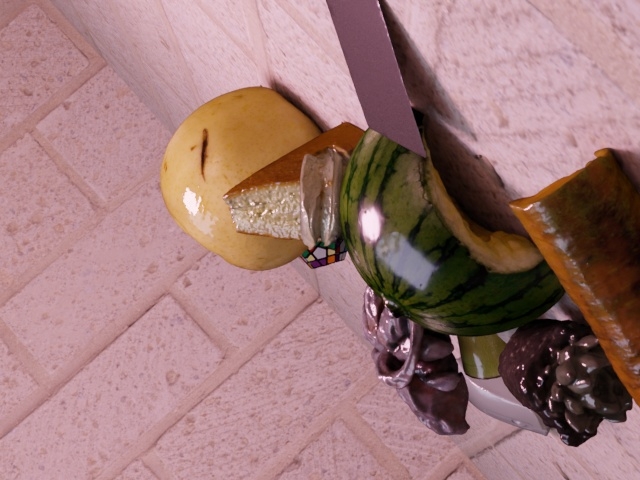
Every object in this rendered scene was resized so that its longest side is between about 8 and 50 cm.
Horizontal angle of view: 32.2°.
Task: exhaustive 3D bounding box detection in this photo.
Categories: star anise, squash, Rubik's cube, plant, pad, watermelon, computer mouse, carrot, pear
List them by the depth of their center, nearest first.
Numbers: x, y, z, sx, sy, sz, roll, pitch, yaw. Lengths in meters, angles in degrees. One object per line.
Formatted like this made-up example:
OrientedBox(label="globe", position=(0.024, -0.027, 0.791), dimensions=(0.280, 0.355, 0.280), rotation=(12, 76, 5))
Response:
OrientedBox(label="carrot", position=(0.287, 0.052, 1.001), dimensions=(0.302, 0.114, 0.114), rotation=(53, 172, -17))
OrientedBox(label="pad", position=(0.057, -0.202, 1.255), dimensions=(0.143, 0.003, 0.211), rotation=(37, 153, 56))
OrientedBox(label="plant", position=(0.310, 0.171, 1.369), dimensions=(0.129, 0.132, 0.194), rotation=(44, 172, -18))
OrientedBox(label="watermelon", position=(0.132, 0.005, 1.417), dimensions=(0.331, 0.189, 0.331), rotation=(50, 168, 14))
OrientedBox(label="squash", position=(0.225, 0.098, 1.648), dimensions=(0.094, 0.094, 0.224), rotation=(34, 150, 63))
OrientedBox(label="star anise", position=(0.122, 0.138, 1.690), dimensions=(0.360, 0.139, 0.316), rotation=(66, 162, 10))
OrientedBox(label="pear", position=(-0.118, -0.105, 1.894), dimensions=(0.309, 0.309, 0.309), rotation=(48, 172, 8))
OrientedBox(label="computer mouse", position=(0.340, 0.303, 2.116), dimensions=(0.231, 0.079, 0.128), rotation=(38, 170, 39))
OrientedBox(label="Rubik's cube", position=(0.000, 0.000, 2.383), dimensions=(0.111, 0.133, 0.133), rotation=(21, -168, -39))

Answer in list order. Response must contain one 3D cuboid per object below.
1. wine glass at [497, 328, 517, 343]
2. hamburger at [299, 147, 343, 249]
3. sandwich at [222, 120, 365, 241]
OrientedBox(label="wine glass", position=(0.285, 0.128, 1.571), dimensions=(0.073, 0.073, 0.155), rotation=(40, 173, 47))
OrientedBox(label="hamburger", position=(0.004, -0.055, 1.510), dimensions=(0.140, 0.062, 0.133), rotation=(79, -169, -70))
OrientedBox(label="sandwich", position=(-0.015, -0.072, 1.652), dimensions=(0.128, 0.235, 0.122), rotation=(41, 158, 55))
